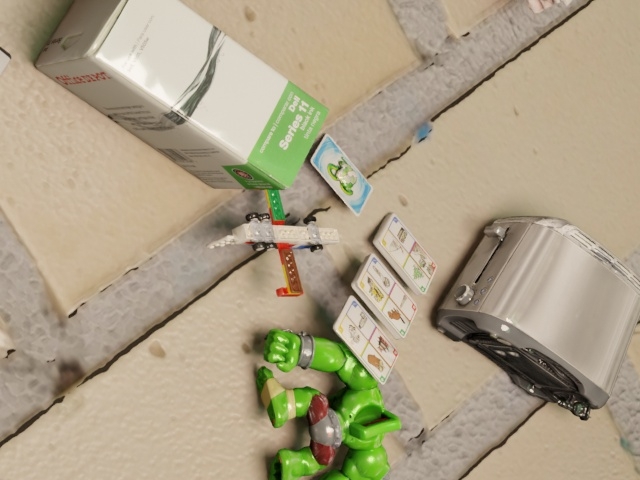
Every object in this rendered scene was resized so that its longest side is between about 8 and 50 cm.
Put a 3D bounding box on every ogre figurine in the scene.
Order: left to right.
[{"bbox_3d":[0.008,0.177,1.310,0.118,0.097,0.197,-8,84,-18],"label":"ogre figurine"}]

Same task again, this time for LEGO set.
[{"bbox_3d":[0.000,0.000,1.311,0.244,0.060,0.182,49,41,-19],"label":"LEGO set"}]

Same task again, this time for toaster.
[{"bbox_3d":[0.238,0.074,1.414,0.227,0.129,0.146,35,74,-25],"label":"toaster"}]

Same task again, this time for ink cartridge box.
[{"bbox_3d":[-0.121,-0.132,1.186,0.208,0.153,0.087,34,77,-27],"label":"ink cartridge box"}]

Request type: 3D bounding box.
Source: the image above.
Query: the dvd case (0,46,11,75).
[{"bbox_3d":[-0.371,-0.108,1.070,0.180,0.022,0.253,39,54,-23],"label":"dvd case"}]

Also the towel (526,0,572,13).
[{"bbox_3d":[0.266,-0.444,1.372,0.317,0.053,0.332,-46,129,-33],"label":"towel"}]
